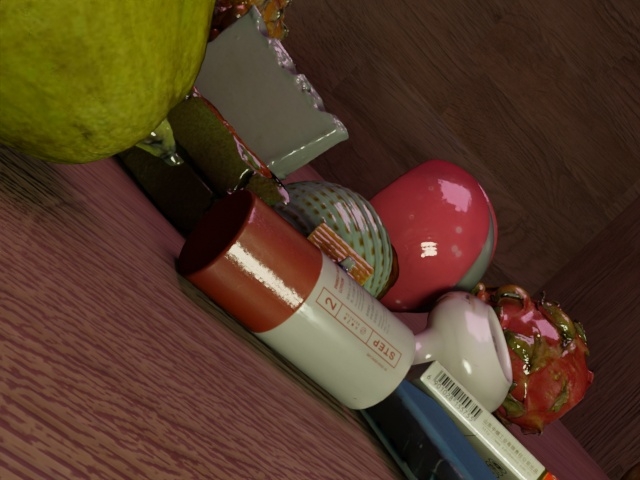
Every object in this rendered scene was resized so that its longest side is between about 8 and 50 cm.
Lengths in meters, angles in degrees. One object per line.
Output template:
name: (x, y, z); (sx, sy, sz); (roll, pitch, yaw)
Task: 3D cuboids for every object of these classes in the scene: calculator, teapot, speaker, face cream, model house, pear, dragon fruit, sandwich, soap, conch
calculator: (0.128, 0.226, 0.809); (0.173, 0.051, 0.293); (43, 6, -47)
teapot: (0.231, 0.189, 1.382); (0.298, 0.139, 0.204); (41, 34, -59)
speaker: (0.167, -0.005, 1.491); (0.294, 0.294, 0.294); (45, 6, -6)
face cream: (-0.018, 0.055, 0.756); (0.214, 0.096, 0.096); (42, 7, -26)
model house: (-0.006, 0.040, 0.912); (0.088, 0.100, 0.101); (46, 7, 0)
pear: (-0.194, -0.205, 0.565); (0.375, 0.287, 0.287); (61, 0, -23)
dragon fruit: (0.368, 0.206, 1.631); (0.291, 0.269, 0.250); (49, -3, 0)
sandwich: (-0.151, -0.106, 0.924); (0.292, 0.109, 0.212); (49, 0, 7)
soap: (-0.068, -0.138, 1.212); (0.257, 0.159, 0.302); (53, -4, 26)
conch: (0.017, 0.003, 1.071); (0.200, 0.131, 0.172); (14, 68, -63)

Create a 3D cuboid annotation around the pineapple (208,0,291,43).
pineapple: (-0.205, -0.409, 1.391); (0.352, 0.352, 0.300); (50, -20, 35)

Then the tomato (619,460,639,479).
tomato: (0.614, 0.504, 1.449); (0.270, 0.223, 0.270); (54, 19, -28)

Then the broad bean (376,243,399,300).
broad bean: (0.034, 0.012, 1.268); (0.228, 0.122, 0.156); (45, 7, -40)

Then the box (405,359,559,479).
box: (0.188, 0.239, 0.987); (0.245, 0.035, 0.139); (44, -19, 0)

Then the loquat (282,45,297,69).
loquat: (-0.176, -0.348, 1.826); (0.244, 0.244, 0.244); (45, 6, -6)
